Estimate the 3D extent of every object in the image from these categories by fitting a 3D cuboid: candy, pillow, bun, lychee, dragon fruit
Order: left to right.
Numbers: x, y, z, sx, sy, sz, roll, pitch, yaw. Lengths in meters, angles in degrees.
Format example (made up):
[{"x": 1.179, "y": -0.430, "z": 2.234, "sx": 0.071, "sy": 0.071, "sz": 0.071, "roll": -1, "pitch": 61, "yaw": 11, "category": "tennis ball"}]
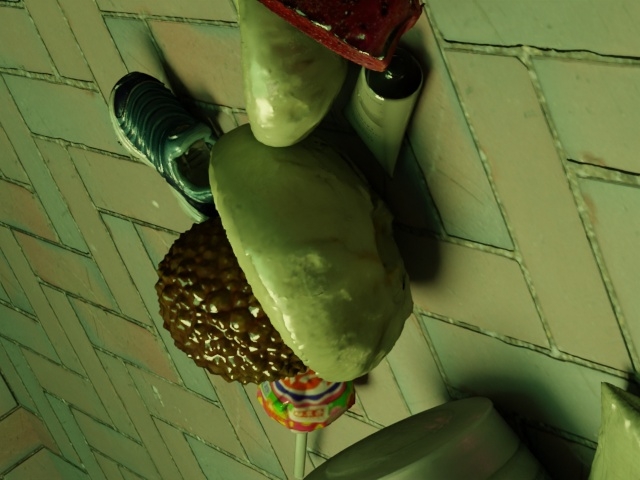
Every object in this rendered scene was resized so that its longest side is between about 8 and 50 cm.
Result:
[{"x": -0.087, "y": 0.060, "z": 1.801, "sx": 0.238, "sy": 0.200, "sz": 0.200, "roll": -115, "pitch": 8, "yaw": -52, "category": "lychee"}, {"x": -0.026, "y": -0.180, "z": 1.477, "sx": 0.183, "sy": 0.102, "sz": 0.183, "roll": 174, "pitch": 90, "yaw": -86, "category": "bun"}, {"x": -0.022, "y": 0.227, "z": 2.004, "sx": 0.124, "sy": 0.124, "sz": 0.365, "roll": 45, "pitch": 158, "yaw": 21, "category": "candy"}, {"x": -0.013, "y": -0.245, "z": 1.308, "sx": 0.262, "sy": 0.163, "sz": 0.189, "roll": 34, "pitch": 154, "yaw": 15, "category": "dragon fruit"}, {"x": 0.000, "y": 0.000, "z": 1.588, "sx": 0.287, "sy": 0.146, "sz": 0.287, "roll": 59, "pitch": -172, "yaw": -13, "category": "bun"}, {"x": 0.305, "y": 0.235, "z": 1.484, "sx": 0.148, "sy": 0.050, "sz": 0.229, "roll": 48, "pitch": 156, "yaw": 32, "category": "pillow"}]

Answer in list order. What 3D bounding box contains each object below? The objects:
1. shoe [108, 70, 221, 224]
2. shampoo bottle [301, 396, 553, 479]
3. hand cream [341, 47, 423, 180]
[{"x": -0.156, "y": -0.112, "z": 1.837, "sx": 0.207, "sy": 0.091, "sz": 0.106, "roll": 49, "pitch": 154, "yaw": -1, "category": "shoe"}, {"x": 0.123, "y": 0.316, "z": 1.644, "sx": 0.266, "sy": 0.273, "sz": 0.273, "roll": 62, "pitch": 156, "yaw": -2, "category": "shampoo bottle"}, {"x": 0.055, "y": -0.123, "z": 1.483, "sx": 0.087, "sy": 0.054, "sz": 0.186, "roll": 54, "pitch": 163, "yaw": 13, "category": "hand cream"}]
